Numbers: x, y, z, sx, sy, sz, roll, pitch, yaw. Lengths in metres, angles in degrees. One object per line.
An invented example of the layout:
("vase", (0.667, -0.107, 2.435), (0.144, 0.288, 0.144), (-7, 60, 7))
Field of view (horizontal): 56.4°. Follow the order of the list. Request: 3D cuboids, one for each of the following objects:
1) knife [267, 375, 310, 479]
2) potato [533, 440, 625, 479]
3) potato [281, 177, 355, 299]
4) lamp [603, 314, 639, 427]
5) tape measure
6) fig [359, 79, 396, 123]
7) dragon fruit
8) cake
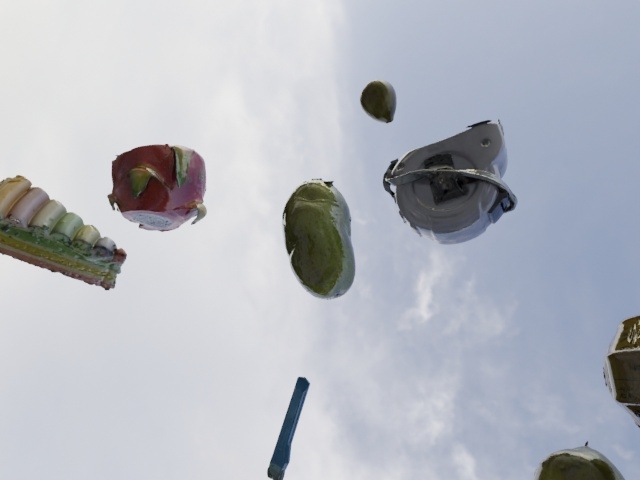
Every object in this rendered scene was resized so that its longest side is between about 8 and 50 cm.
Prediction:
("knife", (-0.068, 0.417, 1.292), (0.044, 0.026, 0.297), (28, -66, 26))
("potato", (0.340, 0.394, 0.788), (0.149, 0.113, 0.252), (-1, -107, 46))
("potato", (0.000, 0.000, 1.226), (0.169, 0.143, 0.249), (110, -32, -68))
("lamp", (0.456, 0.157, 0.725), (0.185, 0.161, 0.162), (-23, -117, 61))
("tape measure", (0.235, -0.091, 1.075), (0.236, 0.120, 0.197), (-18, -118, 14))
("fig", (0.116, -0.266, 1.158), (0.074, 0.074, 0.088), (-26, -93, 33))
("dragon fruit", (-0.458, -0.133, 1.684), (0.290, 0.290, 0.190), (-20, -116, 35))
("cake", (-0.404, -0.011, 0.915), (0.109, 0.225, 0.090), (-45, -151, 42))
